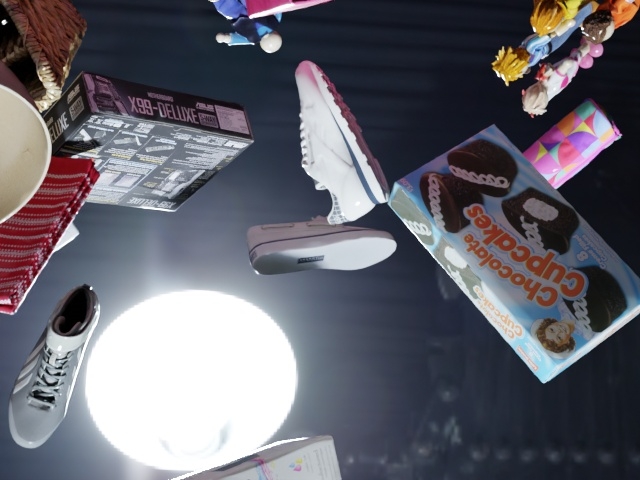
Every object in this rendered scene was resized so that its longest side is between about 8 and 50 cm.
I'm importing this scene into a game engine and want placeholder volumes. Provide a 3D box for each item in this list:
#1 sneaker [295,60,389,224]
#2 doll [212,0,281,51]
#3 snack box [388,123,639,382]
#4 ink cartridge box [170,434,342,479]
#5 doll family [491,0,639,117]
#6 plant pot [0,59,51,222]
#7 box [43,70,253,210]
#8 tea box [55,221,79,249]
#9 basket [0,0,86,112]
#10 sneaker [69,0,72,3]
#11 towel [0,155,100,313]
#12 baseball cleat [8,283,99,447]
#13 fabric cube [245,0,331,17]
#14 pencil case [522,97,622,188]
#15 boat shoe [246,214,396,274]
[{"bbox_3d":[0.008,-0.139,1.394,0.235,0.094,0.090,66,18,13],"label":"sneaker"},{"bbox_3d":[-0.120,-0.367,1.640,0.046,0.129,0.189,57,10,32],"label":"doll"},{"bbox_3d":[0.261,0.010,1.327,0.322,0.187,0.060,50,-25,19],"label":"snack box"},{"bbox_3d":[-0.113,0.433,1.487,0.119,0.353,0.207,-16,-95,41],"label":"ink cartridge box"},{"bbox_3d":[0.293,-0.261,1.236,0.118,0.163,0.263,46,-26,8],"label":"doll family"},{"bbox_3d":[-0.482,-0.152,1.184,0.284,0.284,0.191,104,-34,-50],"label":"plant pot"},{"bbox_3d":[-0.299,-0.147,1.604,0.242,0.307,0.077,-36,-119,39],"label":"box"},{"bbox_3d":[-0.648,-0.096,1.894,0.329,0.220,0.323,55,-10,-14],"label":"tea box"},{"bbox_3d":[-0.517,-0.262,1.421,0.213,0.299,0.223,50,26,-33],"label":"basket"},{"bbox_3d":[-0.488,-0.447,1.710,0.097,0.135,0.276,-27,145,-56],"label":"sneaker"},{"bbox_3d":[-0.452,-0.022,1.415,0.031,0.198,0.275,77,27,-47],"label":"towel"},{"bbox_3d":[-0.324,0.147,1.201,0.109,0.072,0.206,136,-29,-74],"label":"baseball cleat"},{"bbox_3d":[0.017,-0.457,1.347,0.258,0.254,0.259,-150,-136,-73],"label":"fabric cube"},{"bbox_3d":[0.438,-0.150,1.835,0.236,0.104,0.104,-45,-156,17],"label":"pencil case"},{"bbox_3d":[0.000,0.000,1.770,0.096,0.267,0.088,100,-22,-54],"label":"boat shoe"}]
